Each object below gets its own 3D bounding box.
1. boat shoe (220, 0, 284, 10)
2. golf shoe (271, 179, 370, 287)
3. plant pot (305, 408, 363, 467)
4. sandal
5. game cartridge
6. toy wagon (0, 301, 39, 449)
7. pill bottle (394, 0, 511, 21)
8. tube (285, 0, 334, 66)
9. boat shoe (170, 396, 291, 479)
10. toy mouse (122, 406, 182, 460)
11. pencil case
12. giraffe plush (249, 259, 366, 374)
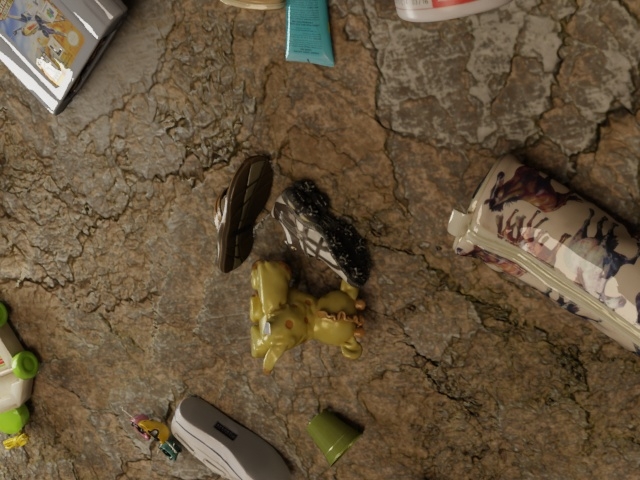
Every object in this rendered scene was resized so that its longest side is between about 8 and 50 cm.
[{"bbox_3d":[-0.127,-0.380,1.420,0.170,0.063,0.059,21,119,20],"label":"boat shoe"},{"bbox_3d":[0.000,0.000,1.553,0.094,0.077,0.198,-36,90,42],"label":"golf shoe"},{"bbox_3d":[0.018,0.339,1.700,0.079,0.083,0.083,44,123,12],"label":"plant pot"},{"bbox_3d":[-0.139,-0.046,1.588,0.060,0.090,0.219,38,132,28],"label":"sandal"},{"bbox_3d":[-0.430,-0.345,1.525,0.198,0.062,0.297,44,139,-6],"label":"game cartridge"},{"bbox_3d":[-0.682,0.262,1.951,0.267,0.068,0.344,-20,105,29],"label":"toy wagon"},{"bbox_3d":[0.152,-0.433,1.226,0.161,0.161,0.283,-3,113,23],"label":"pill bottle"},{"bbox_3d":[-0.021,-0.354,1.405,0.080,0.052,0.207,14,124,27],"label":"tube"},{"bbox_3d":[-0.167,0.395,1.798,0.258,0.095,0.084,39,127,14],"label":"boat shoe"},{"bbox_3d":[-0.312,0.375,1.860,0.161,0.031,0.143,33,155,22],"label":"toy mouse"},{"bbox_3d":[0.375,0.042,1.348,0.410,0.183,0.160,32,122,6],"label":"pencil case"},{"bbox_3d":[-0.018,0.120,1.572,0.170,0.210,0.181,0,106,-13],"label":"giraffe plush"}]
